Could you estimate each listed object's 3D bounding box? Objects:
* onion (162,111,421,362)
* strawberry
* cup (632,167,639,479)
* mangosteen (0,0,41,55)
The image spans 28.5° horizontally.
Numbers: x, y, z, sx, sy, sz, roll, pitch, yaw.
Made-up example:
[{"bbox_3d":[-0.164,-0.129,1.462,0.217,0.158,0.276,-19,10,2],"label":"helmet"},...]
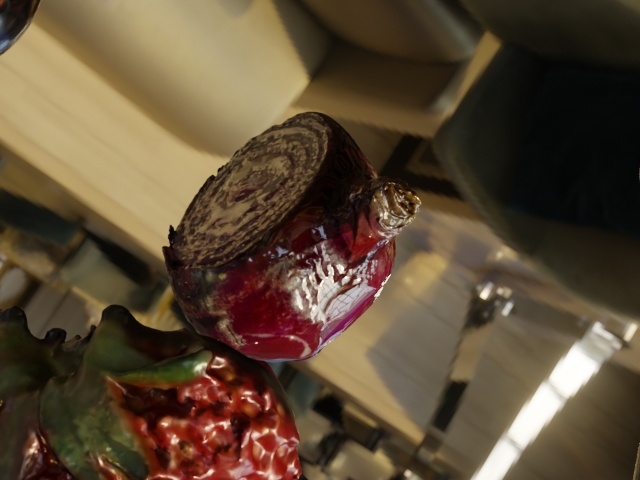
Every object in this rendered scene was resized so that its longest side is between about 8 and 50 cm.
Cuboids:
[{"bbox_3d":[0.000,0.000,0.935,0.218,0.195,0.140,-12,119,42],"label":"onion"},{"bbox_3d":[-0.111,0.172,0.769,0.233,0.137,0.306,-4,138,17],"label":"strawberry"},{"bbox_3d":[0.252,0.043,0.499,0.258,0.219,0.289,13,163,7],"label":"cup"},{"bbox_3d":[-0.312,-0.223,0.983,0.200,0.200,0.200,32,170,6],"label":"mangosteen"}]
